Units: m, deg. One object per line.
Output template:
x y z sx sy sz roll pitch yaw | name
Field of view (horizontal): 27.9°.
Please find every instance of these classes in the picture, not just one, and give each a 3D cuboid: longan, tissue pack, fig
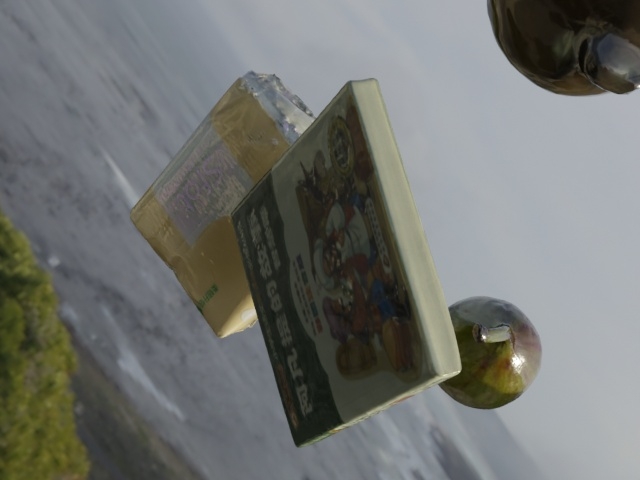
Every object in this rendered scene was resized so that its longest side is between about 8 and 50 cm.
0.284 -0.252 1.162 0.243 0.300 0.300 26 14 -20 | longan
-0.073 -0.037 1.297 0.090 0.222 0.186 -14 63 -54 | tissue pack
0.174 0.104 1.340 0.124 0.124 0.236 57 -6 14 | fig

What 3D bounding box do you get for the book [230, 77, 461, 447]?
0.008 0.029 0.924 0.264 0.027 0.202 -41 -117 63 | book
